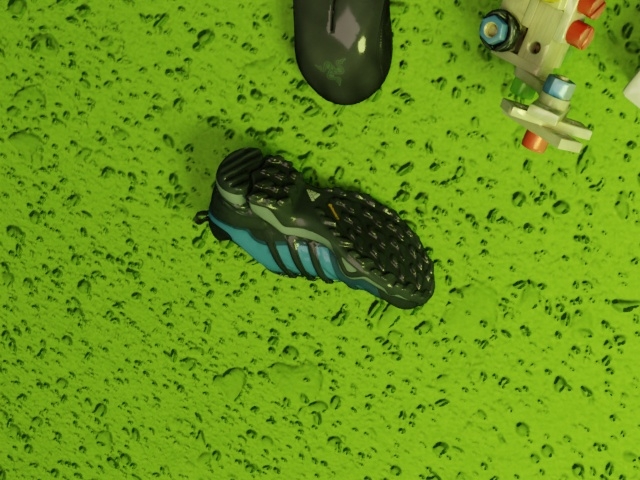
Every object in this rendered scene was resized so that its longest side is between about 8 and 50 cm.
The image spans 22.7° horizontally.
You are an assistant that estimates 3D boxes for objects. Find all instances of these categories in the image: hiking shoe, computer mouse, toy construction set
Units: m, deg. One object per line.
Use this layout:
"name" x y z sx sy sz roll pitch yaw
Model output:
"hiking shoe" 0.000 0.000 1.967 0.304 0.113 0.132 31 140 2
"computer mouse" 0.016 -0.293 1.895 0.188 0.072 0.272 0 102 17
"toy construction set" 0.293 -0.252 1.759 0.215 0.151 0.328 33 96 31

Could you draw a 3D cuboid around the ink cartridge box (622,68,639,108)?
"ink cartridge box" 0.495 -0.208 1.738 0.201 0.117 0.278 40 111 5
